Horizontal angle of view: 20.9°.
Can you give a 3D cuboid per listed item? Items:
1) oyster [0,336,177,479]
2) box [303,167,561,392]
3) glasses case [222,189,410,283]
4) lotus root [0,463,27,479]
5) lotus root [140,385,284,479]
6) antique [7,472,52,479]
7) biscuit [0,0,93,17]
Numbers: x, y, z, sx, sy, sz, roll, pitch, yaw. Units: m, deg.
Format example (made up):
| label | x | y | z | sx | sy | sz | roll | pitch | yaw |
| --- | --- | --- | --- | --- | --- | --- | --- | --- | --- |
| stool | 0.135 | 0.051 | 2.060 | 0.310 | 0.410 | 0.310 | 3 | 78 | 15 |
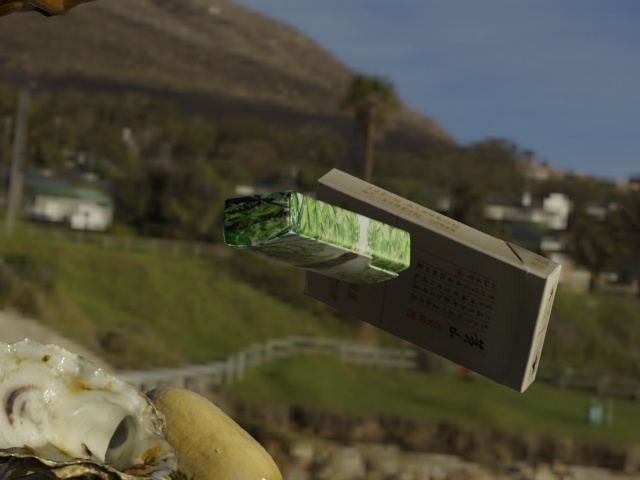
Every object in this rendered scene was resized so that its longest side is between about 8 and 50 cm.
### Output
| label | x | y | z | sx | sy | sz | roll | pitch | yaw |
| --- | --- | --- | --- | --- | --- | --- | --- | --- | --- |
| oyster | -0.252 | 0.205 | 1.750 | 0.396 | 0.111 | 0.204 | 23 | 20 | -47 |
| box | 0.149 | 0.055 | 2.429 | 0.365 | 0.204 | 0.051 | 24 | 37 | 23 |
| glasses case | 0.000 | 0.000 | 2.026 | 0.095 | 0.062 | 0.272 | -7 | -13 | 32 |
| lotus root | -0.445 | 0.290 | 2.305 | 0.097 | 0.110 | 0.258 | -24 | 13 | 46 |
| lotus root | -0.156 | 0.270 | 2.112 | 0.303 | 0.146 | 0.131 | 31 | 1 | 38 |
| antique | -0.275 | 0.322 | 1.917 | 0.148 | 0.152 | 0.147 | -15 | -5 | 27 |
| biscuit | -0.267 | -0.311 | 1.585 | 0.268 | 0.115 | 0.366 | -27 | -20 | 15 |
